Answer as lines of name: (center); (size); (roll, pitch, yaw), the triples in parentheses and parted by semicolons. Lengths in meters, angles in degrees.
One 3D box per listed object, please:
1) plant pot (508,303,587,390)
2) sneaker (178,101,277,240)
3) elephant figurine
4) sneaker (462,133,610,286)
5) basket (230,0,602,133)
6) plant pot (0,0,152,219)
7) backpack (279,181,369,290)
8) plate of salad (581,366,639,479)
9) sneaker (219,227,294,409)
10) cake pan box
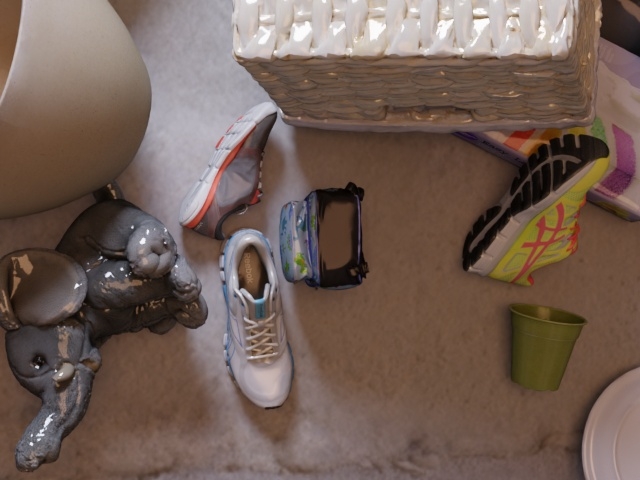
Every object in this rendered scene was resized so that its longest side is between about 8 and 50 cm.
plant pot: (0.232, 0.115, 1.400); (0.083, 0.083, 0.079); (9, 98, -6)
sneaker: (-0.083, -0.070, 1.384); (0.065, 0.061, 0.158); (34, 92, -18)
elephant figurine: (-0.246, 0.074, 1.296); (0.239, 0.186, 0.169); (-34, 114, -15)
sneaker: (0.238, -0.027, 1.369); (0.094, 0.208, 0.081); (27, 43, -16)
basket: (0.100, -0.289, 1.259); (0.328, 0.266, 0.331); (1, 82, 12)
plant pot: (-0.276, -0.139, 1.277); (0.191, 0.284, 0.284); (18, 85, -39)
backpack: (0.000, 0.000, 1.355); (0.084, 0.114, 0.105); (-3, 85, -6)
plate of salad: (0.371, 0.232, 1.421); (0.199, 0.048, 0.200); (2, 77, -10)
sneaker: (-0.067, 0.081, 1.361); (0.071, 0.083, 0.191); (-11, 90, -8)
cake pan box: (0.289, -0.188, 1.420); (0.245, 0.070, 0.267); (28, 84, -7)
